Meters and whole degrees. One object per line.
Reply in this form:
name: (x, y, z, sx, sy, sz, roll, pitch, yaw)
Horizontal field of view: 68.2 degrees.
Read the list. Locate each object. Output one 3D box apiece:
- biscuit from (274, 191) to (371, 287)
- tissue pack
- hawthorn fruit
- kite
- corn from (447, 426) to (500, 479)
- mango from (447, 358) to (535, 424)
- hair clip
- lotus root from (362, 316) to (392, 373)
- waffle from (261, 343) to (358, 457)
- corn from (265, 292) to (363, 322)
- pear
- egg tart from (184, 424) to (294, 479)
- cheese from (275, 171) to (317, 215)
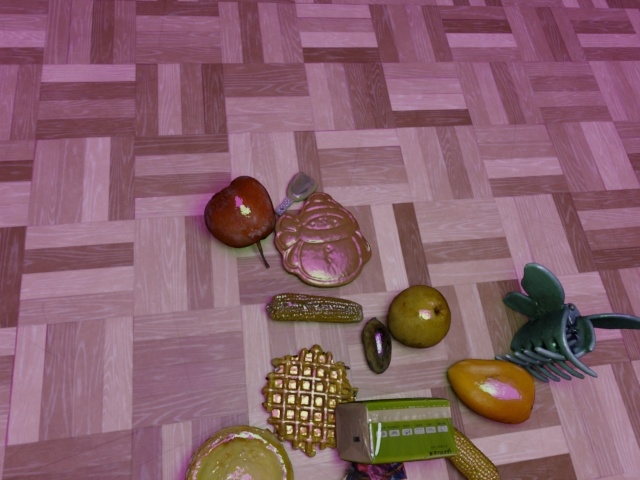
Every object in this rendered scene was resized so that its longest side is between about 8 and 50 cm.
biscuit: (0.000, 0.000, 1.641, 0.312, 0.057, 0.351, -19, 72, -16)
tissue pack: (0.207, 0.535, 1.339, 0.274, 0.200, 0.167, 5, 68, -23)
hawthorn fruit: (-0.246, -0.089, 1.541, 0.263, 0.235, 0.231, 21, 68, 2)
kite: (0.166, 0.645, 1.405, 0.234, 0.016, 0.321, 40, 60, -7)
corn: (0.425, 0.639, 1.426, 0.260, 0.091, 0.091, 43, 33, 10)
mango: (0.529, 0.466, 1.486, 0.257, 0.138, 0.187, 7, 85, 9)
hair clip: (0.729, 0.295, 1.491, 0.392, 0.318, 0.238, 29, 68, 1)
lotus root: (0.184, 0.335, 1.517, 0.089, 0.080, 0.179, -5, 70, -10)
waffle: (-0.024, 0.482, 1.438, 0.329, 0.062, 0.329, 3, 67, -7)
corn: (-0.016, 0.222, 1.529, 0.319, 0.097, 0.097, 6, 67, -9)
pear: (0.319, 0.240, 1.513, 0.209, 0.209, 0.209, 3, 68, -7)
egg tart: (-0.222, 0.670, 1.301, 0.315, 0.120, 0.315, 4, 67, -9)
cheese: (-0.095, -0.162, 1.702, 0.097, 0.037, 0.192, 35, 68, 8)
